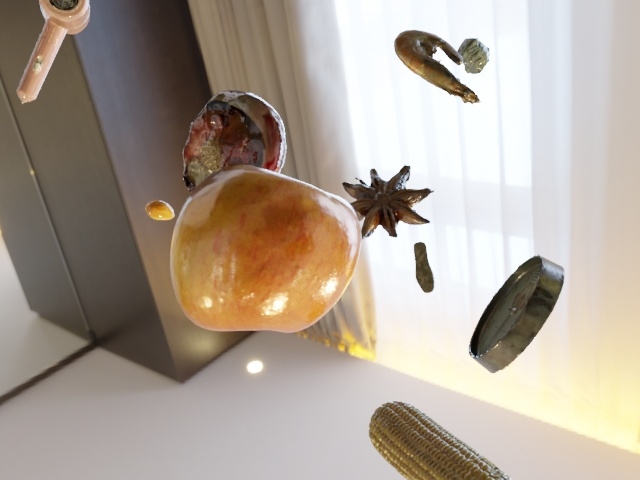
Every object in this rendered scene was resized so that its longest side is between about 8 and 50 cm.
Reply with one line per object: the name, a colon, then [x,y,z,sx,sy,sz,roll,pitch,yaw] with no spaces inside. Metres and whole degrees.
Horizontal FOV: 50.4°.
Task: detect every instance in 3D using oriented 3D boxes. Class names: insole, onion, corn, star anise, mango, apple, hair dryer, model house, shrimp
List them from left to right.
hair dryer: [-0.725,-0.526,1.819,0.125,0.352,0.210,22,179,-20]
mango: [-0.478,-0.088,2.034,0.089,0.060,0.046,26,-168,-34]
onion: [-0.178,-0.199,1.538,0.272,0.271,0.195,6,178,31]
apple: [-0.094,0.022,1.099,0.299,0.275,0.299,16,178,1]
star anise: [0.161,-0.081,1.746,0.272,0.102,0.271,-5,-128,7]
insole: [0.349,0.091,2.317,0.063,0.010,0.191,-12,-117,13]
corn: [0.222,0.421,1.297,0.131,0.131,0.344,-22,-158,-24]
shrimp: [0.278,-0.400,1.547,0.251,0.052,0.143,46,-119,8]
model house: [0.368,-0.461,1.666,0.083,0.078,0.066,28,175,-42]

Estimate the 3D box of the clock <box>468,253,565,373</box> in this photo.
clock: [0.467,0.172,1.638,0.061,0.312,0.312,34,-147,1]
